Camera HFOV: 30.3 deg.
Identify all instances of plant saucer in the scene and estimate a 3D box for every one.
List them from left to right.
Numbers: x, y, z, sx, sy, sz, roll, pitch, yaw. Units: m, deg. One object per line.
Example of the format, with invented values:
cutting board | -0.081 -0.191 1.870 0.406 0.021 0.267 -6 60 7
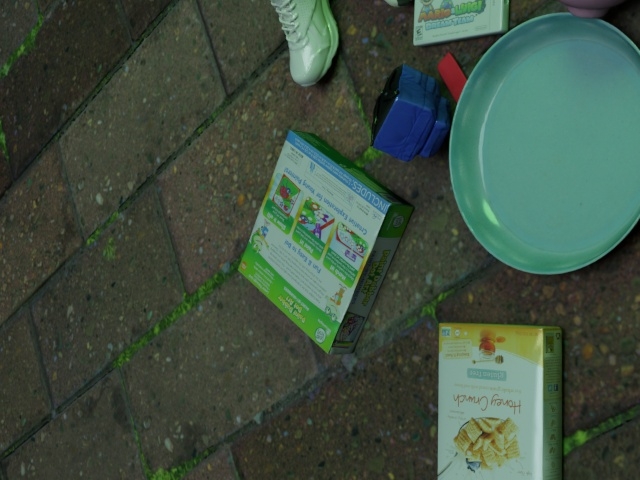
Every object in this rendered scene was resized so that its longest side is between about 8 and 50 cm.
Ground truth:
plant saucer | 0.290 -0.117 1.444 0.318 0.044 0.317 -3 86 48

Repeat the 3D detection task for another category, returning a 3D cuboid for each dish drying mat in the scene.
dish drying mat | 0.184 -0.213 1.590 0.032 0.008 0.083 -47 56 35

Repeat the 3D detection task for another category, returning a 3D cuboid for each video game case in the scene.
video game case | 0.188 -0.340 1.584 0.157 0.019 0.143 0 88 48

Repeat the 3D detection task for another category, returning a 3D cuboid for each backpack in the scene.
backpack | 0.121 -0.170 1.589 0.098 0.101 0.120 -58 15 32

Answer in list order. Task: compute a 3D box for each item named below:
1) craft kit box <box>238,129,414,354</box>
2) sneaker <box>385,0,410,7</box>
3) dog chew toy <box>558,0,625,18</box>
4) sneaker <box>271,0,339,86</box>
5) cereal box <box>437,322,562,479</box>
craft kit box | 0.000 0.000 1.746 0.250 0.061 0.246 40 114 41
sneaker | 0.078 -0.373 1.690 0.161 0.057 0.075 58 144 31
dog chew toy | 0.313 -0.414 1.318 0.207 0.207 0.331 29 128 45
sneaker | -0.038 -0.346 1.759 0.090 0.115 0.232 -3 85 47
cereal box | 0.224 0.225 1.491 0.173 0.047 0.240 -3 86 47
